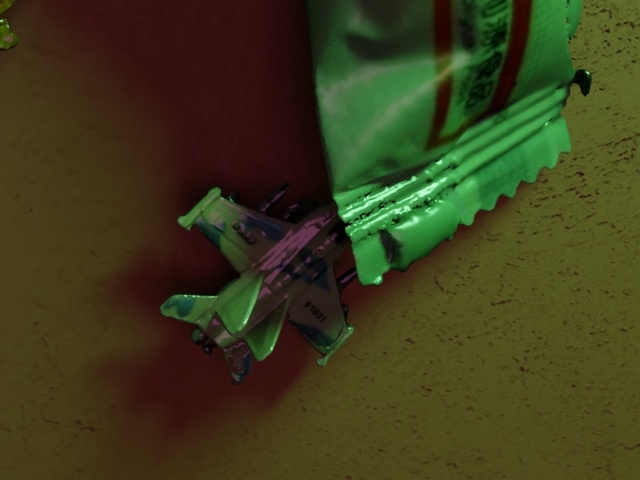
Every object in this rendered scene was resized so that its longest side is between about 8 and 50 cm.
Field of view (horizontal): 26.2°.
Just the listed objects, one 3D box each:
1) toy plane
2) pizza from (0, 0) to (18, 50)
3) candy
[{"bbox_3d":[-0.005,-0.003,1.111,0.262,0.088,0.192,-46,121,-8],"label":"toy plane"},{"bbox_3d":[-0.253,-0.191,0.975,0.154,0.069,0.194,30,105,-24],"label":"pizza"},{"bbox_3d":[0.083,-0.190,1.026,0.263,0.172,0.398,-24,119,-22],"label":"candy"}]
